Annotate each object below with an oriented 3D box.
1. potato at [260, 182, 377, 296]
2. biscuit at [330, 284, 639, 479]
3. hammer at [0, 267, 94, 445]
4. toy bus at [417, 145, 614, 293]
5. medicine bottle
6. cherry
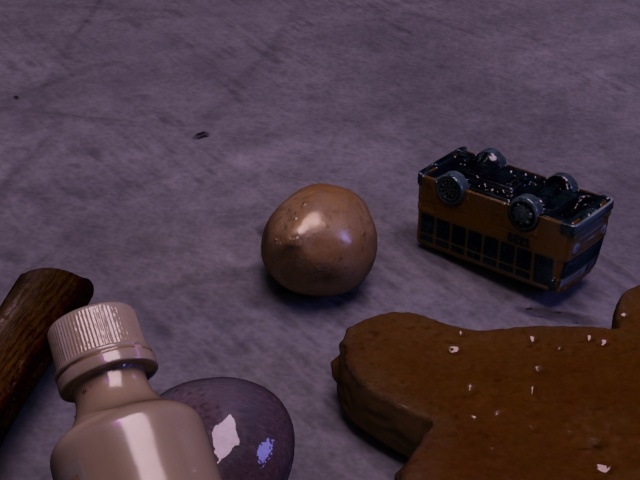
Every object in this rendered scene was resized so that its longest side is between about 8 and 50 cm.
[{"bbox_3d":[0.001,-0.002,1.527,0.112,0.112,0.147,12,24,8],"label":"potato"},{"bbox_3d":[0.234,0.171,1.323,0.394,0.076,0.368,-6,33,-15],"label":"biscuit"},{"bbox_3d":[-0.272,0.132,1.243,0.242,0.095,0.409,10,33,6],"label":"hammer"},{"bbox_3d":[0.191,-0.018,1.588,0.182,0.103,0.091,21,33,32],"label":"toy bus"},{"bbox_3d":[-0.127,0.166,1.110,0.114,0.114,0.252,-10,67,-26],"label":"medicine bottle"},{"bbox_3d":[-0.112,0.174,1.225,0.188,0.115,0.148,-7,62,6],"label":"cherry"}]
